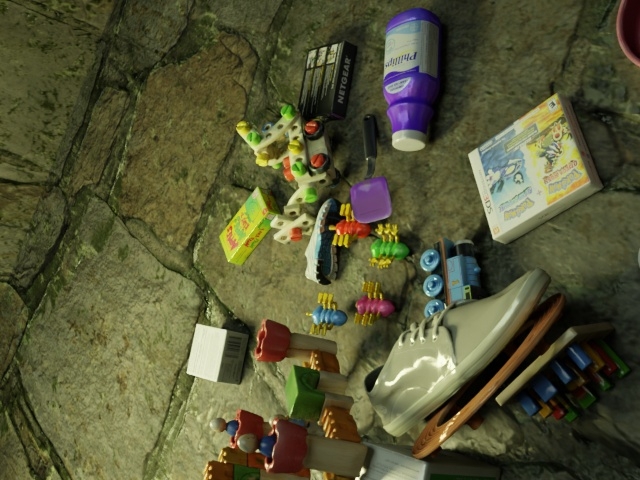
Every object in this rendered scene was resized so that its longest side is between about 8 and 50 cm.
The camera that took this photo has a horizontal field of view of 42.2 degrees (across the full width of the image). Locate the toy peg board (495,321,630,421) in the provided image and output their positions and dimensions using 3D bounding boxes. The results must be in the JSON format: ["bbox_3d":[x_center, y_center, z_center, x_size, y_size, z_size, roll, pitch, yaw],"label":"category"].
[{"bbox_3d":[0.370,0.205,1.224,0.161,0.161,0.079,-51,60,24],"label":"toy peg board"}]

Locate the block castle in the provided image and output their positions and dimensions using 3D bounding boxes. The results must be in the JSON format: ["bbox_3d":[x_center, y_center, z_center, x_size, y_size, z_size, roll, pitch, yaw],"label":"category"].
[{"bbox_3d":[-0.083,0.367,1.507,0.453,0.213,0.302,-109,33,-69],"label":"block castle"}]

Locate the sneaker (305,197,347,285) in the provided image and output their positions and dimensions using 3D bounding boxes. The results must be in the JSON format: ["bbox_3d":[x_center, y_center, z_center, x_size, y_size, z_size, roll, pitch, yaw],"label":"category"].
[{"bbox_3d":[0.000,0.000,1.804,0.083,0.071,0.190,5,80,57],"label":"sneaker"}]

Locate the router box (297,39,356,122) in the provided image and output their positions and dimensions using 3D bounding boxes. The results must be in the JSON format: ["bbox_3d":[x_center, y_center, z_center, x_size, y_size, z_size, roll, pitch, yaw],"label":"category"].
[{"bbox_3d":[0.012,-0.367,1.936,0.133,0.046,0.178,1,78,50],"label":"router box"}]

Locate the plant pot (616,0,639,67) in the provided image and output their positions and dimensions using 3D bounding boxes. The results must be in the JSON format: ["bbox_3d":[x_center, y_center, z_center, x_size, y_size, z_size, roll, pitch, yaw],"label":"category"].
[{"bbox_3d":[0.551,-0.298,1.156,0.201,0.180,0.201,-21,61,45],"label":"plant pot"}]

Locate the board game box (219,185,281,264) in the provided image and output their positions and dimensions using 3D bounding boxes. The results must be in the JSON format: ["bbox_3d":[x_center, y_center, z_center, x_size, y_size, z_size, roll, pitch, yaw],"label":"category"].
[{"bbox_3d":[-0.175,-0.035,2.044,0.181,0.043,0.092,-50,45,27],"label":"board game box"}]

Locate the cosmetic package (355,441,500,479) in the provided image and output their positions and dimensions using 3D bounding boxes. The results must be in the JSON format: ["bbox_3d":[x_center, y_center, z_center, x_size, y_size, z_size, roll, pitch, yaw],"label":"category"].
[{"bbox_3d":[0.146,0.526,1.339,0.155,0.197,0.365,3,81,50],"label":"cosmetic package"}]

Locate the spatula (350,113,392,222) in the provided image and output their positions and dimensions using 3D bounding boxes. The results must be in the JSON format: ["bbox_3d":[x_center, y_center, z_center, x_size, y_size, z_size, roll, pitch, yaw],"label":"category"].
[{"bbox_3d":[0.102,-0.159,1.727,0.084,0.030,0.296,-17,47,20],"label":"spatula"}]

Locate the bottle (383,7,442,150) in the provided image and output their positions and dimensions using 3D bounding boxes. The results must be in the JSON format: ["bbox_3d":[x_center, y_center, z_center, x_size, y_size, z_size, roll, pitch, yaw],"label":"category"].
[{"bbox_3d":[0.184,-0.323,1.676,0.118,0.092,0.282,-12,68,47],"label":"bottle"}]

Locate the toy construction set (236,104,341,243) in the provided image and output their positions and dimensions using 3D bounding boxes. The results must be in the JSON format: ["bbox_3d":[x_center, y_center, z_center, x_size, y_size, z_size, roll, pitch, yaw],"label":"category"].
[{"bbox_3d":[-0.067,-0.164,1.874,0.215,0.151,0.327,-22,66,16],"label":"toy construction set"}]

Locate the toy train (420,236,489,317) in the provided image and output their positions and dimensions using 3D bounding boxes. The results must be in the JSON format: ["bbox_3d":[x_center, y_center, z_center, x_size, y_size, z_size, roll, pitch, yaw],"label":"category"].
[{"bbox_3d":[0.242,0.079,1.480,0.105,0.080,0.184,-20,60,35],"label":"toy train"}]

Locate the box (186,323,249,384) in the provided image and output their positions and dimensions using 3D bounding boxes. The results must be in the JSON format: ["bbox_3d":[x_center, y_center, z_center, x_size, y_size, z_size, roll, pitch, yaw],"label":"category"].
[{"bbox_3d":[-0.248,0.274,1.998,0.137,0.072,0.126,3,80,50],"label":"box"}]

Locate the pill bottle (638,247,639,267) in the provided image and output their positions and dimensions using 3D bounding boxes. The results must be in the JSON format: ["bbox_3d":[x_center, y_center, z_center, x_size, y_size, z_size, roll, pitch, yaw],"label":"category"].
[{"bbox_3d":[0.518,0.022,1.172,0.120,0.067,0.067,-11,69,48],"label":"pill bottle"}]

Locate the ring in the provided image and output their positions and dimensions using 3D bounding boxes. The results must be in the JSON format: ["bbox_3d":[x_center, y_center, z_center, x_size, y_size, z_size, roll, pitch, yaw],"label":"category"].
[{"bbox_3d":[0.261,0.211,1.262,0.032,0.337,0.336,43,116,8],"label":"ring"}]

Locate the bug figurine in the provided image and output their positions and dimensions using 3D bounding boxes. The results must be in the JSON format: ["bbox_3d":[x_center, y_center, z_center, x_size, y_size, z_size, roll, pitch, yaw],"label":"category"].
[{"bbox_3d":[0.077,0.070,1.682,0.216,0.072,0.278,7,78,45],"label":"bug figurine"}]

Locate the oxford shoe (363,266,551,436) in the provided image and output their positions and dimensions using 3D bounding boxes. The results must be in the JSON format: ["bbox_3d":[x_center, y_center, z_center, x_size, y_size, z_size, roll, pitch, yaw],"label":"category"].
[{"bbox_3d":[0.204,0.176,1.363,0.130,0.169,0.449,48,134,9],"label":"oxford shoe"}]

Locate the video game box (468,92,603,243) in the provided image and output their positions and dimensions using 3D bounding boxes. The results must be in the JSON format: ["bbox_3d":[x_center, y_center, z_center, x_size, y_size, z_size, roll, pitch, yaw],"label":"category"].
[{"bbox_3d":[0.363,-0.121,1.427,0.205,0.048,0.187,-36,54,38],"label":"video game box"}]
